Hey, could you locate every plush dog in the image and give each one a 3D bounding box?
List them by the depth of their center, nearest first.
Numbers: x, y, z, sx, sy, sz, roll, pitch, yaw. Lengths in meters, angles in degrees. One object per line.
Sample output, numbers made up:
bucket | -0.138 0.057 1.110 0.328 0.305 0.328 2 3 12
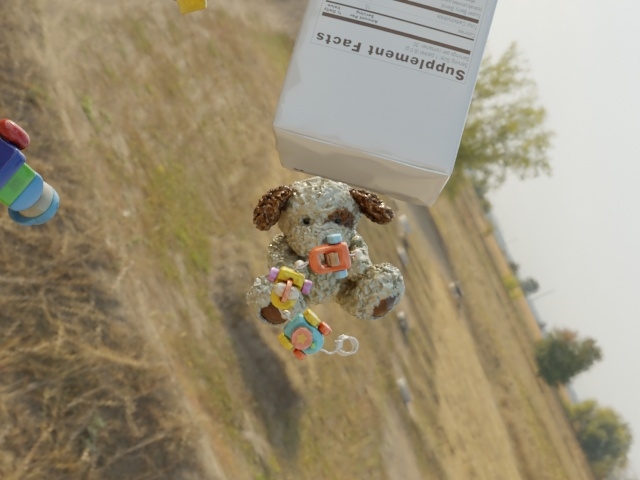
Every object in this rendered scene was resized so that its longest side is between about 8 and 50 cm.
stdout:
plush dog | 0.000 0.000 1.624 0.210 0.263 0.225 -113 -156 -59

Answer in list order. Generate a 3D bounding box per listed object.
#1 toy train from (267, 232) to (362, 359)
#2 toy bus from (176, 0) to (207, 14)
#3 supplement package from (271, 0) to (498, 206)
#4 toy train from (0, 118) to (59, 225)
toy train | -0.003 0.078 1.263 0.046 0.125 0.166 -87 171 -79
toy bus | -0.072 -0.343 0.938 0.149 0.212 0.220 92 -13 -61
supplement package | 0.076 -0.205 0.988 0.177 0.175 0.292 87 19 -83
toy train | -0.430 -0.113 1.192 0.248 0.105 0.143 33 -12 26
